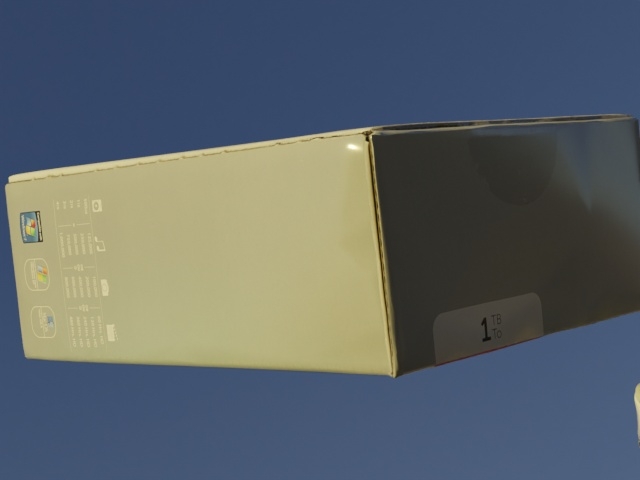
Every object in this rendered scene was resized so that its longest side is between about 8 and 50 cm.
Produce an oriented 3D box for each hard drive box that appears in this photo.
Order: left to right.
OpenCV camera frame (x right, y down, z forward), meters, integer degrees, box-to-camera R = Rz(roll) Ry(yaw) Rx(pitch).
[{"bbox_3d":[0.000,0.000,0.566,0.232,0.089,0.181,-4,3,45],"label":"hard drive box"}]

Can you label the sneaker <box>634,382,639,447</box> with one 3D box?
[{"bbox_3d":[0.358,0.045,0.996,0.330,0.122,0.146,-53,-43,-18],"label":"sneaker"}]
